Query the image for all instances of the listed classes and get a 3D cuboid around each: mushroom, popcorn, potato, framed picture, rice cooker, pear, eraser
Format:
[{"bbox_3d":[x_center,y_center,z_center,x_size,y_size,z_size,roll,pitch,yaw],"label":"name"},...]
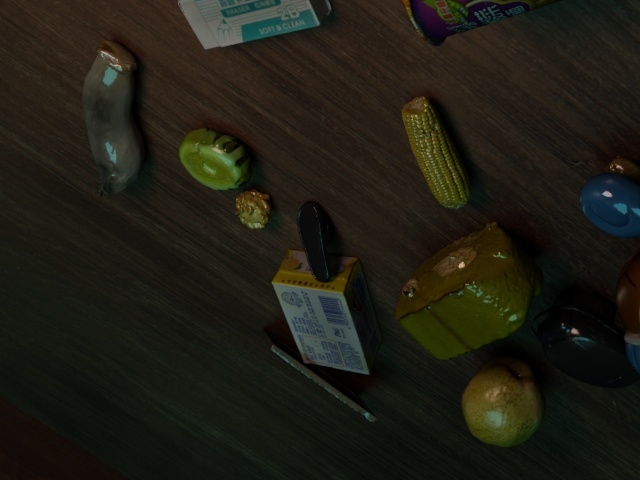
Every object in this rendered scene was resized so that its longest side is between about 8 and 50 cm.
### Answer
[{"bbox_3d":[-0.390,-0.219,1.549,0.109,0.097,0.351,20,139,10],"label":"mushroom"},{"bbox_3d":[-0.130,-0.059,1.597,0.083,0.057,0.082,-7,137,33],"label":"popcorn"},{"bbox_3d":[0.457,-0.088,1.208,0.092,0.045,0.046,43,-179,-15],"label":"potato"},{"bbox_3d":[-0.009,0.304,1.865,0.289,0.020,0.211,37,177,-10],"label":"framed picture"},{"bbox_3d":[0.469,0.172,1.434,0.203,0.118,0.142,37,142,-11],"label":"rice cooker"},{"bbox_3d":[0.360,0.313,1.626,0.178,0.178,0.178,17,141,15],"label":"pear"},{"bbox_3d":[-0.102,-0.355,1.249,0.225,0.052,0.096,-2,134,34],"label":"eraser"}]

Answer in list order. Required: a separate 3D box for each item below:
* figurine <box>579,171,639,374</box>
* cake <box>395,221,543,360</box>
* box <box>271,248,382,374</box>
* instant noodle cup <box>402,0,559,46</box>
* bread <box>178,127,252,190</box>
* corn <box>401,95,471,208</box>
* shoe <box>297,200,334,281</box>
[{"bbox_3d":[0.521,0.083,1.197,0.243,0.298,0.416,15,147,48],"label":"figurine"},{"bbox_3d":[0.257,0.084,1.420,0.156,0.179,0.260,41,138,-17],"label":"cake"},{"bbox_3d":[0.019,0.149,1.704,0.168,0.097,0.265,6,136,27],"label":"box"},{"bbox_3d":[0.197,-0.359,0.924,0.190,0.251,0.251,-6,131,25],"label":"instant noodle cup"},{"bbox_3d":[-0.190,-0.151,1.518,0.139,0.071,0.130,1,132,33],"label":"bread"},{"bbox_3d":[0.185,-0.134,1.307,0.067,0.067,0.206,-4,131,35],"label":"corn"},{"bbox_3d":[0.000,0.000,1.579,0.062,0.053,0.159,-3,101,45],"label":"shoe"}]
